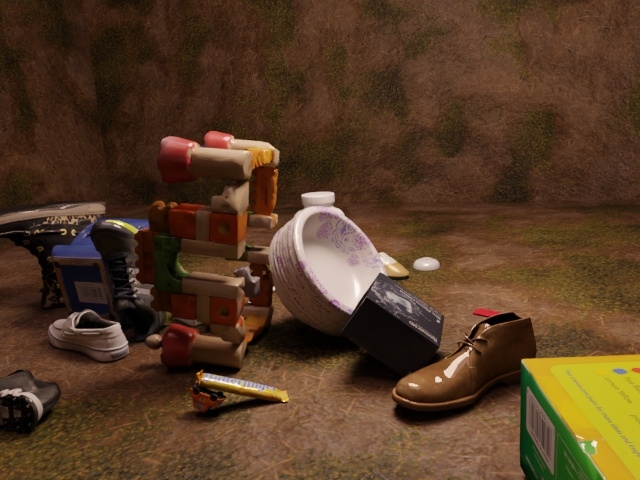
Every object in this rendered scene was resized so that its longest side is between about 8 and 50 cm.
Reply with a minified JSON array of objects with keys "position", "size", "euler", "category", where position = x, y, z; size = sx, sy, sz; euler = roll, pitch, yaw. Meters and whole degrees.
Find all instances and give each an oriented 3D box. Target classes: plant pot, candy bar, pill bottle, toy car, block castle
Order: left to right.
[{"position":[-0.519,0.085,1.388],"size":[0.236,0.235,0.212],"euler":[1,20,22],"category":"plant pot"},{"position":[-0.192,0.264,0.933],"size":[0.060,0.040,0.122],"euler":[19,-4,-6],"category":"toy car"},{"position":[-0.224,0.013,1.124],"size":[0.213,0.453,0.303],"euler":[6,15,8],"category":"block castle"},{"position":[-0.132,0.246,0.918],"size":[0.162,0.018,0.040],"euler":[17,8,-14],"category":"candy bar"},{"position":[0.000,0.000,1.535],"size":[0.146,0.264,0.146],"euler":[-3,12,1],"category":"pill bottle"}]

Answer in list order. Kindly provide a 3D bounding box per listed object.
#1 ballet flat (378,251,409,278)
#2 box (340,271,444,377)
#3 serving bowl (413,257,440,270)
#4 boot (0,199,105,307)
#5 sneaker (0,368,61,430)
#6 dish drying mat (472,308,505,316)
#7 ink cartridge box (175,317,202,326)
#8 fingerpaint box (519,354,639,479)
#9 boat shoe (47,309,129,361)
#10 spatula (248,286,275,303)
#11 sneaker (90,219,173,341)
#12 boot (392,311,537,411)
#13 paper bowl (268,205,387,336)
[{"position":[0.158,0.066,1.640],"size":[0.232,0.073,0.080],"euler":[6,16,37],"category":"ballet flat"},{"position":[0.140,0.156,1.023],"size":[0.156,0.093,0.158],"euler":[34,20,5],"category":"box"},{"position":[0.326,0.070,1.685],"size":[0.083,0.027,0.083],"euler":[-3,13,1],"category":"serving bowl"},{"position":[-0.750,0.044,1.482],"size":[0.138,0.284,0.377],"euler":[7,14,35],"category":"boot"},{"position":[-0.547,0.262,0.929],"size":[0.234,0.078,0.106],"euler":[4,11,14],"category":"sneaker"},{"position":[0.395,0.169,1.255],"size":[0.083,0.008,0.032],"euler":[8,17,42],"category":"dish drying mat"},{"position":[-0.287,0.164,1.355],"size":[0.089,0.052,0.122],"euler":[9,18,43],"category":"ink cartridge box"},{"position":[0.421,0.260,0.466],"size":[0.371,0.163,0.445],"euler":[-3,13,3],"category":"fingerpaint box"},{"position":[-0.512,0.193,1.202],"size":[0.258,0.084,0.095],"euler":[5,15,32],"category":"boat shoe"},{"position":[-0.183,0.131,1.559],"size":[0.168,0.019,0.242],"euler":[4,14,26],"category":"spatula"},{"position":[-0.417,0.090,1.207],"size":[0.111,0.299,0.121],"euler":[-16,27,12],"category":"sneaker"},{"position":[0.245,0.197,0.921],"size":[0.305,0.115,0.112],"euler":[-12,17,-30],"category":"boot"},{"position":[0.008,0.078,1.215],"size":[0.148,0.284,0.284],"euler":[-38,-8,32],"category":"paper bowl"}]
